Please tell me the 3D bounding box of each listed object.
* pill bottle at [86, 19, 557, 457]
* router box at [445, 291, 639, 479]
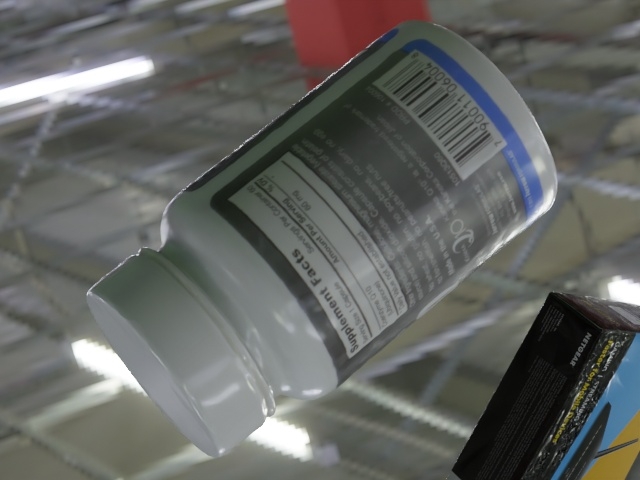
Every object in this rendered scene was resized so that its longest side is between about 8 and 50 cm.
[{"bbox_3d":[0.000,0.000,0.571,0.137,0.078,0.078,-39,-156,-14],"label":"pill bottle"},{"bbox_3d":[0.138,0.118,1.031,0.133,0.179,0.046,8,-156,-49],"label":"router box"}]
